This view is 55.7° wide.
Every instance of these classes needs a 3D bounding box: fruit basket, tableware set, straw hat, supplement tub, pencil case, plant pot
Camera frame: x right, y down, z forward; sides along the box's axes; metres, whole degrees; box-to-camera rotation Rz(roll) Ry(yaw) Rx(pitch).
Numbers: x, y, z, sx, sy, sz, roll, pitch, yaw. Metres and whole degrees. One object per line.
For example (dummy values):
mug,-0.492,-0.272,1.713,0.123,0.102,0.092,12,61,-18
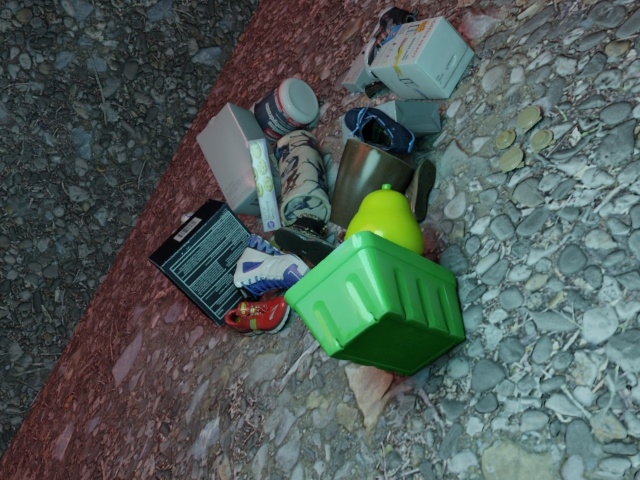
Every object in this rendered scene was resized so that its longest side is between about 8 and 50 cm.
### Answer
fruit basket,0.123,0.074,1.329,0.283,0.392,0.392,-41,34,24
tableware set,0.483,-0.243,1.454,0.141,0.020,0.169,-37,37,33
straw hat,-0.102,0.044,1.963,0.061,0.145,0.144,-28,10,-40
supplement tub,-0.158,-0.513,2.431,0.272,0.191,0.191,-23,44,43
pencil case,-0.070,-0.199,2.048,0.183,0.160,0.410,-32,38,19
plant pot,0.121,-0.134,1.698,0.230,0.215,0.215,-64,31,3

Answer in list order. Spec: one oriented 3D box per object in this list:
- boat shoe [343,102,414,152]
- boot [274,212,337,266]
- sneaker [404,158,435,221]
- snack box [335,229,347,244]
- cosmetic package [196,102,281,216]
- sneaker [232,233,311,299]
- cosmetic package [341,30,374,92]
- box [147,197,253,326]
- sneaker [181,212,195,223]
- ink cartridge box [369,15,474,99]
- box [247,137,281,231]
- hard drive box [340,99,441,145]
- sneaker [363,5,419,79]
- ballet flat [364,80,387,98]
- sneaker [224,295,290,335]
boat shoe,0.141,-0.307,1.624,0.258,0.089,0.109,29,118,47
boot,0.000,-0.002,1.803,0.178,0.236,0.085,-46,-23,-61
sneaker,0.253,-0.135,1.630,0.071,0.066,0.188,-14,50,50
snack box,0.102,0.010,1.752,0.064,0.022,0.178,-51,31,6
cosmetic package,-0.299,-0.308,2.319,0.217,0.156,0.385,-38,64,27
sneaker,-0.157,0.116,1.850,0.315,0.127,0.182,24,72,42
cosmetic package,0.176,-0.660,2.225,0.239,0.060,0.099,-59,30,-4
box,-0.352,0.070,2.010,0.296,0.294,0.182,-46,26,-15
sneaker,-0.377,-0.002,2.175,0.114,0.305,0.152,31,93,49
ink cartridge box,0.305,-0.546,1.835,0.232,0.168,0.171,18,76,57
box,-0.194,-0.193,2.115,0.063,0.067,0.324,-130,31,-83
hard drive box,0.202,-0.336,1.763,0.232,0.181,0.089,-6,91,52
sneaker,0.253,-0.688,2.104,0.153,0.101,0.269,19,89,46
ballet flat,0.222,-0.526,2.069,0.057,0.049,0.173,-36,22,-34
sneaker,-0.201,0.231,1.880,0.279,0.118,0.107,-26,43,41
